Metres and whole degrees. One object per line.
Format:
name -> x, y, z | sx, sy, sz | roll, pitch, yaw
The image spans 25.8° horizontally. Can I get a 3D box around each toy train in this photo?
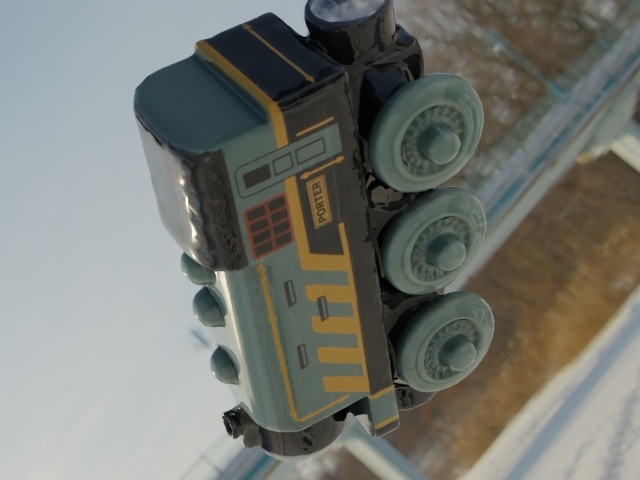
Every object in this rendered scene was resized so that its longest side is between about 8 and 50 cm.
toy train -> 0.000, 0.000, 0.890 | 0.190, 0.142, 0.334 | -25, -47, -18
